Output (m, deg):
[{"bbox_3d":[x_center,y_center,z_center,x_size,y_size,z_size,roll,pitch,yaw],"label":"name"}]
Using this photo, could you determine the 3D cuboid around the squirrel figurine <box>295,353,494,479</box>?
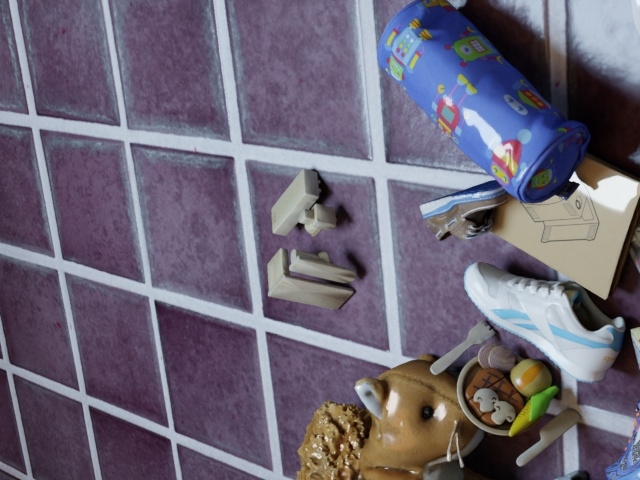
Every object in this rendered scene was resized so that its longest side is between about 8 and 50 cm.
[{"bbox_3d":[0.094,0.353,1.657,0.397,0.281,0.370,5,104,41],"label":"squirrel figurine"}]

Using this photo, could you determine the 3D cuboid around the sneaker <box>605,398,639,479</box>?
[{"bbox_3d":[0.428,0.230,1.407,0.087,0.083,0.221,52,127,26],"label":"sneaker"}]

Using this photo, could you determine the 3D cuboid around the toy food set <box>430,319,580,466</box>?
[{"bbox_3d":[0.251,0.201,1.530,0.192,0.132,0.038,45,157,20],"label":"toy food set"}]

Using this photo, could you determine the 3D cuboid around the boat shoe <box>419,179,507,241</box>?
[{"bbox_3d":[0.201,-0.036,1.507,0.066,0.066,0.183,70,159,-2],"label":"boat shoe"}]

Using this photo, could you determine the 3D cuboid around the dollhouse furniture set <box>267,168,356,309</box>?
[{"bbox_3d":[0.000,0.000,1.769,0.144,0.123,0.151,-49,36,45],"label":"dollhouse furniture set"}]

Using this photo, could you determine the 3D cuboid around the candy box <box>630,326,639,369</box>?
[{"bbox_3d":[0.484,0.234,1.271,0.183,0.087,0.316,-16,96,8],"label":"candy box"}]

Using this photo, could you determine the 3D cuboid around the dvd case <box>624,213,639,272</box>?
[{"bbox_3d":[0.421,-0.003,1.351,0.119,0.013,0.087,-32,83,47],"label":"dvd case"}]

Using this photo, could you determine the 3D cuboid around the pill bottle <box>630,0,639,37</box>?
[{"bbox_3d":[0.457,-0.249,1.105,0.264,0.153,0.153,16,118,41],"label":"pill bottle"}]

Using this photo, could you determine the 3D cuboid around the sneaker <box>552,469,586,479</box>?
[{"bbox_3d":[0.344,0.408,1.498,0.132,0.086,0.229,-40,39,36],"label":"sneaker"}]

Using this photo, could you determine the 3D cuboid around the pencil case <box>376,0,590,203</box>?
[{"bbox_3d":[0.205,-0.178,1.397,0.306,0.133,0.119,49,154,29],"label":"pencil case"}]

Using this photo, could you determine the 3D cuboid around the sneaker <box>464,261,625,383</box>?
[{"bbox_3d":[0.293,0.086,1.475,0.228,0.087,0.092,34,122,22],"label":"sneaker"}]

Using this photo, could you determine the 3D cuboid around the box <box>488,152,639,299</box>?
[{"bbox_3d":[0.309,-0.042,1.432,0.201,0.021,0.164,34,129,37],"label":"box"}]
